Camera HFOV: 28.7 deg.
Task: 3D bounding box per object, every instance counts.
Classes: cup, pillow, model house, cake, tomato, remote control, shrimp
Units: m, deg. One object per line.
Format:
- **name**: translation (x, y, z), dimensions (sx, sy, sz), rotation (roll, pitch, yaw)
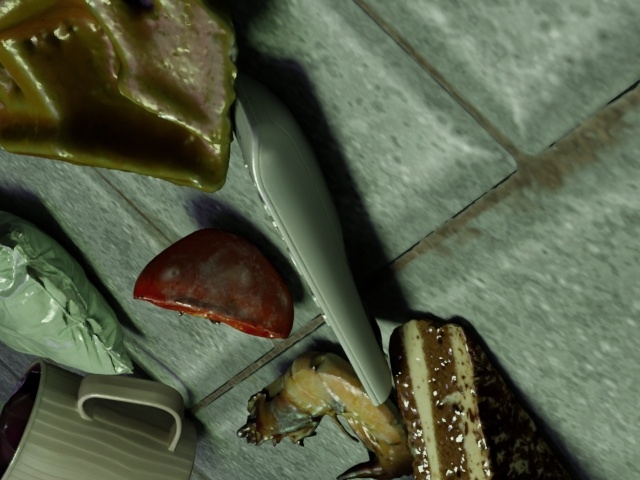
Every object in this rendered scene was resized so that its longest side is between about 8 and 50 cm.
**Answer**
- **cup**: translation (-0.330, 0.290, 1.851), dimensions (0.273, 0.288, 0.208), rotation (24, -166, -20)
- **pillow**: translation (-0.414, 0.072, 1.742), dimensions (0.310, 0.138, 0.283), rotation (11, 144, 49)
- **model house**: translation (-0.153, -0.121, 0.926), dimensions (0.268, 0.173, 0.239), rotation (13, 141, 56)
- **cake**: translation (0.155, 0.174, 1.108), dimensions (0.112, 0.135, 0.246), rotation (-8, 96, 52)
- **tomato**: translation (-0.096, 0.038, 1.226), dimensions (0.159, 0.091, 0.139), rotation (20, 172, -14)
- **remote control**: translation (0.000, 0.000, 1.026), dimensions (0.109, 0.055, 0.313), rotation (-115, -1, -50)
- **shrimp**: translation (0.017, 0.202, 1.364), dimensions (0.178, 0.075, 0.289), rotation (42, 145, -3)
